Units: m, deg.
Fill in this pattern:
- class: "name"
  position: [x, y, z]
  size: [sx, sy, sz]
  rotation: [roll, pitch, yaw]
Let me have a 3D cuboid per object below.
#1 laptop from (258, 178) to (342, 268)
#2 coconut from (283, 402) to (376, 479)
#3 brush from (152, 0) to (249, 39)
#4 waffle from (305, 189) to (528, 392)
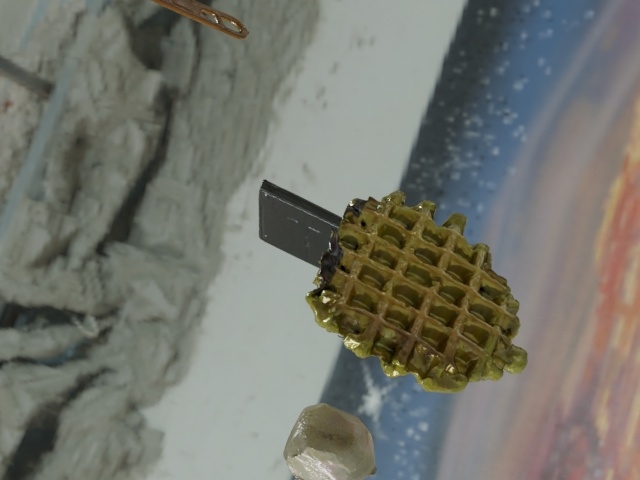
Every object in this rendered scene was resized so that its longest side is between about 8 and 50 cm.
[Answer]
- class: "laptop"
  position: [0.000, 0.000, 1.937]
  size: [0.026, 0.207, 0.154]
  rotation: [-56, -15, -29]
- class: "coconut"
  position: [0.017, 0.277, 1.740]
  size: [0.110, 0.124, 0.110]
  rotation: [-63, 0, 0]
- class: "brush"
  position: [-0.206, -0.281, 1.453]
  size: [0.314, 0.090, 0.017]
  rotation: [18, -56, -35]
- class: "waffle"
  position: [0.114, 0.054, 1.636]
  size: [0.307, 0.312, 0.060]
  rotation: [8, -47, -27]
